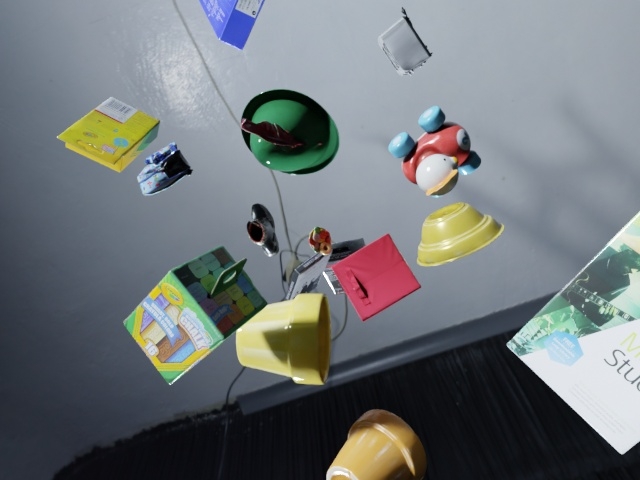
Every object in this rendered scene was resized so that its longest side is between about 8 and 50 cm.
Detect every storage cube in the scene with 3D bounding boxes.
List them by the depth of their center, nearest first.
[{"bbox_3d":[0.164,0.114,1.382,0.193,0.215,0.184,-31,78,2],"label":"storage cube"}]

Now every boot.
[{"bbox_3d":[-0.239,-0.065,1.833,0.085,0.237,0.178,-22,161,6],"label":"boot"}]

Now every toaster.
[{"bbox_3d":[0.278,-0.651,1.556,0.110,0.168,0.186,-35,99,12],"label":"toaster"}]

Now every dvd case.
[{"bbox_3d":[-0.049,0.137,1.670,0.029,0.179,0.239,40,140,18],"label":"dvd case"}]

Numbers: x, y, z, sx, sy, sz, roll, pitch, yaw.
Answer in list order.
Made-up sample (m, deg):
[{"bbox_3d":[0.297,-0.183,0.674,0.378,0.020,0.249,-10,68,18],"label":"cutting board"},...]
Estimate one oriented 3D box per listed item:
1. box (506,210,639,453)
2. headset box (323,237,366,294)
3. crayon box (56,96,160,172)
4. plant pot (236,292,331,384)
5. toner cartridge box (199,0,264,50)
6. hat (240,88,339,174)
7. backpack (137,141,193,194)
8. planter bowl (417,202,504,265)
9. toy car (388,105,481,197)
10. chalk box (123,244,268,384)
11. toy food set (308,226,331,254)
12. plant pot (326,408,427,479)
[{"bbox_3d":[0.499,0.140,0.736,0.322,0.232,0.058,-54,151,19],"label":"box"},{"bbox_3d":[0.126,0.116,2.162,0.218,0.110,0.293,-11,138,15],"label":"headset box"},{"bbox_3d":[-0.729,-0.362,1.617,0.202,0.319,0.081,26,131,-6],"label":"crayon box"},{"bbox_3d":[-0.102,0.280,1.330,0.238,0.254,0.254,-2,120,9],"label":"plant pot"},{"bbox_3d":[-0.263,-0.704,1.345,0.075,0.348,0.165,13,125,-36],"label":"toner cartridge box"},{"bbox_3d":[-0.074,-0.132,0.762,0.208,0.184,0.173,38,131,-27],"label":"hat"},{"bbox_3d":[-0.518,-0.224,1.502,0.173,0.158,0.117,-36,109,-13],"label":"backpack"},{"bbox_3d":[0.312,-0.030,1.104,0.217,0.217,0.090,-26,98,11],"label":"planter bowl"},{"bbox_3d":[0.333,-0.206,1.275,0.210,0.238,0.219,-39,115,21],"label":"toy car"},{"bbox_3d":[-0.253,0.144,1.013,0.289,0.180,0.179,-40,87,32],"label":"chalk box"},{"bbox_3d":[0.000,0.000,1.417,0.082,0.083,0.020,19,162,-29],"label":"toy food set"},{"bbox_3d":[0.122,0.551,1.124,0.205,0.188,0.205,15,114,37],"label":"plant pot"}]
